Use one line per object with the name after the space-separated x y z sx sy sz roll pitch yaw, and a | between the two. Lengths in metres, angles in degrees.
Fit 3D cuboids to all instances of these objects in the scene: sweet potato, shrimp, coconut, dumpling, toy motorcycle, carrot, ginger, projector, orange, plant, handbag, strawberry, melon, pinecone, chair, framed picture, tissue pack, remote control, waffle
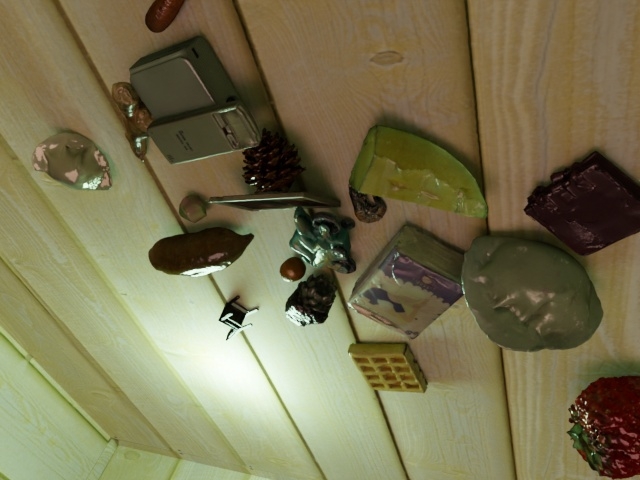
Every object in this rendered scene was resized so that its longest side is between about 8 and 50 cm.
-0.371 0.036 1.836 0.370 0.157 0.157 -8 130 33 | sweet potato
0.121 -0.106 1.542 0.091 0.034 0.161 -11 136 19 | shrimp
-0.387 -0.095 1.758 0.081 0.082 0.083 -27 135 4 | coconut
0.536 0.130 1.474 0.321 0.212 0.270 14 104 32 | dumpling
0.000 -0.001 1.655 0.198 0.109 0.296 11 150 16 | toy motorcycle
-0.315 -0.540 1.264 0.059 0.059 0.248 38 135 -16 | carrot
-0.478 -0.307 1.540 0.148 0.081 0.334 21 161 -13 | ginger
-0.313 -0.350 1.427 0.198 0.108 0.250 -7 129 32 | projector
-0.086 0.091 1.813 0.085 0.085 0.085 13 138 12 | orange
-0.028 0.195 1.856 0.129 0.132 0.194 30 144 -11 | plant
0.598 -0.079 1.306 0.216 0.074 0.203 35 138 -10 | handbag
-0.730 -0.233 1.757 0.216 0.126 0.166 30 113 7 | dumpling
0.911 0.524 1.684 0.351 0.267 0.312 -10 128 1 | strawberry
0.240 -0.140 1.376 0.324 0.124 0.196 19 141 -3 | melon
-0.127 -0.197 1.466 0.174 0.173 0.173 13 138 12 | pinecone
-0.327 0.290 2.140 0.101 0.084 0.212 36 139 -19 | chair
-0.121 -0.104 1.562 0.290 0.020 0.211 -1 176 27 | framed picture
0.250 0.130 1.657 0.242 0.125 0.343 28 142 -5 | tissue pack
-0.278 -0.257 1.401 0.285 0.038 0.123 -8 131 29 | remote control
0.237 0.451 2.060 0.221 0.055 0.248 -6 131 30 | waffle
